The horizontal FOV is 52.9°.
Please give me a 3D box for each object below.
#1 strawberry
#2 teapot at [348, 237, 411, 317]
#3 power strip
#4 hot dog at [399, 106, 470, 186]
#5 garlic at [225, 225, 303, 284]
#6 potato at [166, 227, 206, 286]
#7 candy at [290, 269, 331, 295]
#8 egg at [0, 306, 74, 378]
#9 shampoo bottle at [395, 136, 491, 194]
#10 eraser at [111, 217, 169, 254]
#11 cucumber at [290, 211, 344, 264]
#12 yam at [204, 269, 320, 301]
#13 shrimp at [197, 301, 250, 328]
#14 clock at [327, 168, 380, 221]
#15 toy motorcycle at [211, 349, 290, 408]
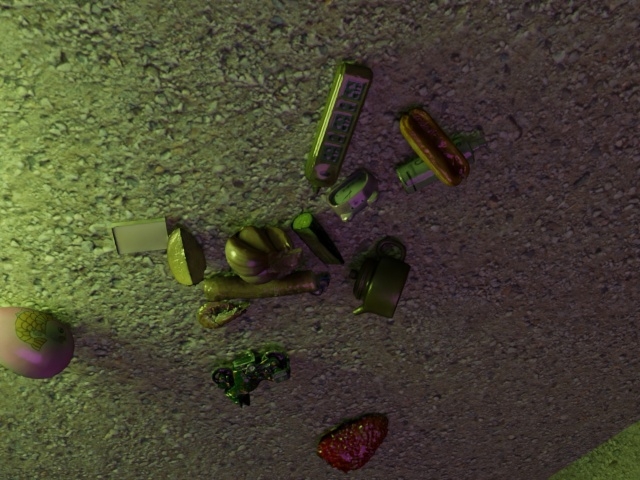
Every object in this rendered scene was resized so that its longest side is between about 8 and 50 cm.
[{"bbox_3d":[0.141,0.817,2.568,0.233,0.137,0.306,31,117,-30],"label":"strawberry"},{"bbox_3d":[0.179,0.120,2.016,0.175,0.185,0.267,20,92,7],"label":"teapot"},{"bbox_3d":[0.039,-0.284,1.722,0.092,0.066,0.387,9,126,-16],"label":"power strip"},{"bbox_3d":[0.307,-0.253,1.750,0.100,0.068,0.249,-42,98,-14],"label":"hot dog"},{"bbox_3d":[-0.179,0.052,1.847,0.214,0.191,0.160,-21,131,-36],"label":"garlic"},{"bbox_3d":[-0.401,0.046,1.876,0.089,0.100,0.172,-10,100,24],"label":"potato"},{"bbox_3d":[-0.075,0.117,2.023,0.226,0.051,0.094,13,116,-23],"label":"candy"},{"bbox_3d":[-0.859,0.298,1.883,0.271,0.196,0.196,20,121,-31],"label":"egg"},{"bbox_3d":[0.348,-0.224,1.828,0.262,0.085,0.085,-26,129,8],"label":"shampoo bottle"},{"bbox_3d":[-0.509,-0.013,1.831,0.150,0.023,0.103,-7,129,-8],"label":"eraser"},{"bbox_3d":[-0.001,-0.002,1.943,0.078,0.062,0.211,-4,145,35],"label":"cucumber"},{"bbox_3d":[-0.180,0.136,1.953,0.357,0.081,0.081,-6,130,6],"label":"yam"},{"bbox_3d":[-0.310,0.227,2.065,0.180,0.041,0.099,-19,115,3],"label":"shrimp"},{"bbox_3d":[0.094,-0.128,1.827,0.153,0.110,0.050,-37,130,15],"label":"clock"},{"bbox_3d":[-0.226,0.475,2.223,0.275,0.124,0.187,-19,120,2],"label":"toy motorcycle"}]
